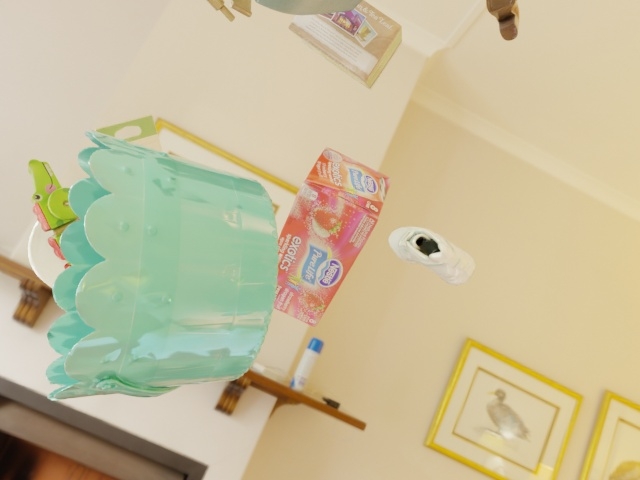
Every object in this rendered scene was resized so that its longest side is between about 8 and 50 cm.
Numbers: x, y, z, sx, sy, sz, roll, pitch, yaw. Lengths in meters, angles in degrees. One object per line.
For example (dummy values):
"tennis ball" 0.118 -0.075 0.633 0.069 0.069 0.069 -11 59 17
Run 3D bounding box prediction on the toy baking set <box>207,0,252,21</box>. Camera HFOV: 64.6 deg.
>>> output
"toy baking set" -0.256 -0.651 1.212 0.030 0.196 0.256 -18 -43 40

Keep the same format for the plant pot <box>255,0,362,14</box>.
"plant pot" -0.036 -0.632 1.087 0.248 0.252 0.247 -163 -125 -71

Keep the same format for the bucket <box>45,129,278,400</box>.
"bucket" -0.179 0.033 0.553 0.183 0.281 0.281 9 -5 -30

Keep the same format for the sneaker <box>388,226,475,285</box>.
"sneaker" 0.129 0.004 0.640 0.061 0.053 0.152 37 -3 -28

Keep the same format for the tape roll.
"tape roll" -0.565 0.012 1.272 0.286 0.286 0.100 22 -25 11

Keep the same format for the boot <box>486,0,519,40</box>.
"boot" 0.468 -0.635 1.303 0.073 0.152 0.197 -5 -34 24

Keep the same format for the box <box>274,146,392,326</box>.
"box" 0.000 0.000 0.815 0.123 0.128 0.256 27 -52 0

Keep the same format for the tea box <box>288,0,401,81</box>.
"tea box" 0.102 -0.738 1.827 0.329 0.220 0.323 35 14 2

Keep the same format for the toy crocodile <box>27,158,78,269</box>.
"toy crocodile" -0.527 -0.007 1.064 0.115 0.105 0.340 1 -63 57

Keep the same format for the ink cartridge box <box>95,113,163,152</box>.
"ink cartridge box" -0.533 -0.226 1.451 0.056 0.171 0.235 15 -56 49
